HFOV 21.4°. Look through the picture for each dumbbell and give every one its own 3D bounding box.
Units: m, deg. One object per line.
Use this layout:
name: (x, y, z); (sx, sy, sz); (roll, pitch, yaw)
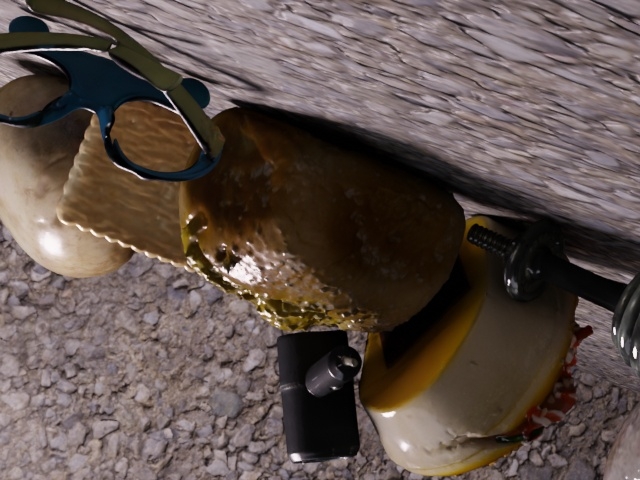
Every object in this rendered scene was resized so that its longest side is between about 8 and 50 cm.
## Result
dumbbell: (0.233, 0.040, 1.480); (0.254, 0.110, 0.110); (25, 179, 34)

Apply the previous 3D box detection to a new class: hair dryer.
hair dryer: (0.011, 0.134, 1.547); (0.072, 0.124, 0.219); (-5, 167, -11)

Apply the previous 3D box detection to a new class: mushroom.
mushroom: (-0.285, -0.076, 1.893); (0.255, 0.184, 0.255); (43, 163, 16)

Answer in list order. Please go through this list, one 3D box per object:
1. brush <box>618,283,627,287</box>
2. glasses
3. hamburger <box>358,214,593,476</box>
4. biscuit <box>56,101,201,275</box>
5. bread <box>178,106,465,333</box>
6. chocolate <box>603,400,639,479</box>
brush: (0.325, 0.061, 1.798); (0.178, 0.030, 0.033); (17, 165, 48)
glasses: (-0.192, -0.125, 1.366); (0.239, 0.102, 0.207); (21, 176, 1)
hamburger: (0.148, 0.107, 1.630); (0.151, 0.227, 0.295); (42, -151, -20)
biscuit: (-0.137, -0.049, 1.771); (0.250, 0.160, 0.030); (20, -168, -11)
bread: (0.000, 0.000, 1.549); (0.246, 0.176, 0.195); (23, 179, -41)
chocolate: (0.359, 0.145, 1.425); (0.185, 0.100, 0.303); (-24, 174, -30)
